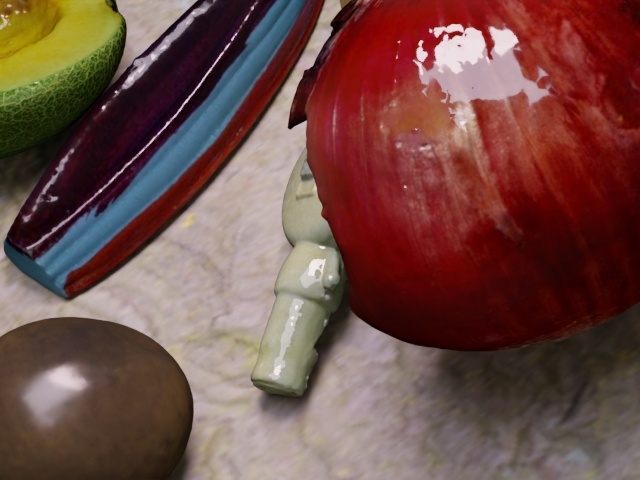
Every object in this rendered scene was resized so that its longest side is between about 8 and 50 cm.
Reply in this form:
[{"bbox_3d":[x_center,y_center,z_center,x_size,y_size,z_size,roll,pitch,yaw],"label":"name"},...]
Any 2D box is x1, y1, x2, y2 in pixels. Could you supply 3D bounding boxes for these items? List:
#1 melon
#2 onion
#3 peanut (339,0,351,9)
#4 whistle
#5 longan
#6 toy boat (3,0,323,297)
[{"bbox_3d":[-0.254,-0.156,1.741,0.169,0.129,0.265,-11,39,-7],"label":"melon"},{"bbox_3d":[0.151,-0.088,1.425,0.341,0.341,0.341,-8,57,12],"label":"onion"},{"bbox_3d":[0.116,-0.258,1.698,0.137,0.122,0.253,25,63,18],"label":"peanut"},{"bbox_3d":[0.000,0.000,1.578,0.126,0.067,0.258,-12,57,62],"label":"whistle"},{"bbox_3d":[-0.191,0.138,1.514,0.187,0.167,0.167,-8,54,-14],"label":"longan"},{"bbox_3d":[-0.126,-0.120,1.712,0.136,0.079,0.392,33,75,29],"label":"toy boat"}]
